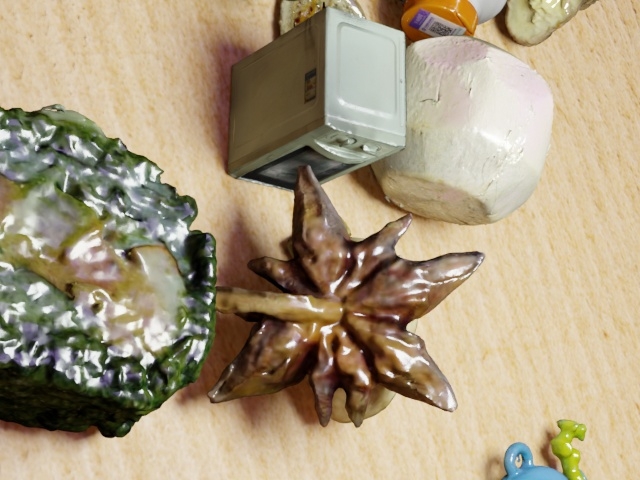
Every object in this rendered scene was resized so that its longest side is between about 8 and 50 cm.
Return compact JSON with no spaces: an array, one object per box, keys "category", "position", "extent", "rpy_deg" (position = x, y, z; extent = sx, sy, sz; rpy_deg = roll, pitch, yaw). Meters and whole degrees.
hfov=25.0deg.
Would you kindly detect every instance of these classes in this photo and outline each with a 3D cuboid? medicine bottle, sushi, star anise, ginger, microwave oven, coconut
[{"category":"medicine bottle","position":[0.186,-0.389,1.901],"extent":[0.157,0.157,0.289],"rpy_deg":[32,59,-26]},{"category":"sushi","position":[-0.282,0.023,1.412],"extent":[0.351,0.178,0.294],"rpy_deg":[21,62,-27]},{"category":"star anise","position":[0.005,0.076,1.562],"extent":[0.349,0.109,0.292],"rpy_deg":[29,68,9]},{"category":"ginger","position":[0.337,-0.372,2.018],"extent":[0.275,0.130,0.221],"rpy_deg":[-1,112,-66]},{"category":"microwave oven","position":[-0.001,-0.155,1.660],"extent":[0.129,0.205,0.163],"rpy_deg":[15,69,-33]},{"category":"coconut","position":[0.178,-0.145,1.780],"extent":[0.227,0.227,0.230],"rpy_deg":[29,68,-27]}]

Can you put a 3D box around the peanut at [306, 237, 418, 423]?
[{"category":"peanut","position":[0.048,0.105,1.670],"extent":[0.129,0.129,0.224],"rpy_deg":[20,68,-32]}]

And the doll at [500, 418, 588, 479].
[{"category":"doll","position":[0.278,0.414,1.769],"extent":[0.346,0.098,0.341],"rpy_deg":[-14,84,-36]}]

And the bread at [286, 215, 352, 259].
[{"category":"bread","position":[0.000,0.000,1.723],"extent":[0.083,0.036,0.047],"rpy_deg":[-35,96,-40]}]

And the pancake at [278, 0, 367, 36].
[{"category":"pancake","position":[0.007,-0.261,1.812],"extent":[0.151,0.025,0.152],"rpy_deg":[12,70,-36]}]
